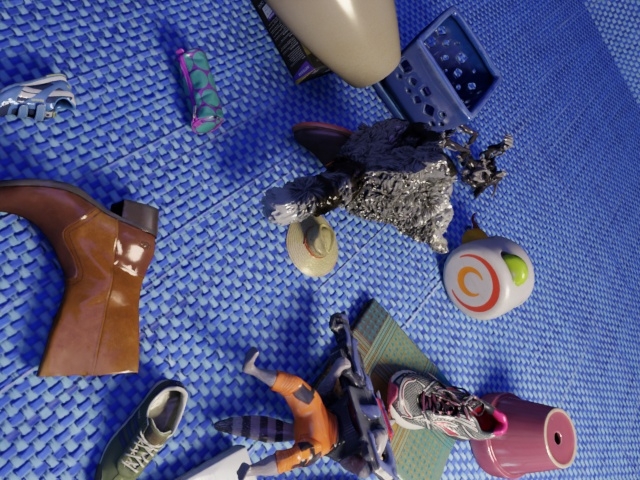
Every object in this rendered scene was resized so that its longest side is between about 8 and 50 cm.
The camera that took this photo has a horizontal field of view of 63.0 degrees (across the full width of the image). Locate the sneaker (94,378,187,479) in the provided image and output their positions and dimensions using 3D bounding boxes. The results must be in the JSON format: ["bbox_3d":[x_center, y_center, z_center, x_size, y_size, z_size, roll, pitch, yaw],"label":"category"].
[{"bbox_3d":[-0.266,0.295,0.790,0.064,0.086,0.192,41,56,-19],"label":"sneaker"}]

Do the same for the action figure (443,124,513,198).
[{"bbox_3d":[0.438,-0.224,1.432,0.275,0.141,0.164,38,73,-26],"label":"action figure"}]

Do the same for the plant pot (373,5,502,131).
[{"bbox_3d":[0.284,-0.409,1.334,0.236,0.212,0.236,51,53,-13],"label":"plant pot"}]

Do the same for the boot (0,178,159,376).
[{"bbox_3d":[-0.391,0.062,0.793,0.264,0.096,0.281,17,74,-40],"label":"boot"}]

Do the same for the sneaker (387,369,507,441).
[{"bbox_3d":[0.264,0.347,1.101,0.299,0.112,0.121,22,64,-27],"label":"sneaker"}]

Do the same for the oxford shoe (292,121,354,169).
[{"bbox_3d":[0.050,-0.179,1.168,0.271,0.097,0.098,22,70,-30],"label":"oxford shoe"}]

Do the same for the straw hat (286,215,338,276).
[{"bbox_3d":[0.000,0.000,1.094,0.144,0.061,0.145,12,69,-34],"label":"straw hat"}]

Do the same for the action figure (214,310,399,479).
[{"bbox_3d":[-0.005,0.292,0.944,0.330,0.178,0.341,23,38,-32],"label":"action figure"}]

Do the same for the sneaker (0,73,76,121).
[{"bbox_3d":[-0.458,-0.218,0.830,0.144,0.053,0.059,-36,100,-37],"label":"sneaker"}]

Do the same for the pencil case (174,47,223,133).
[{"bbox_3d":[-0.235,-0.289,1.008,0.070,0.064,0.152,-5,77,-63],"label":"pencil case"}]

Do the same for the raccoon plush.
[{"bbox_3d":[0.098,-0.068,1.117,0.446,0.299,0.216,-16,44,-8],"label":"raccoon plush"}]

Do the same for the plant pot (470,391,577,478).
[{"bbox_3d":[0.487,0.462,1.235,0.201,0.180,0.201,12,70,-34],"label":"plant pot"}]

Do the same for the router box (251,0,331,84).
[{"bbox_3d":[0.008,-0.535,1.251,0.308,0.081,0.243,-34,98,-38],"label":"router box"}]

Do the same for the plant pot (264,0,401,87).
[{"bbox_3d":[0.054,-0.466,1.080,0.274,0.256,0.257,51,51,-34],"label":"plant pot"}]

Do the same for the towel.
[{"bbox_3d":[0.163,0.344,1.125,0.370,0.040,0.271,48,54,-13],"label":"towel"}]

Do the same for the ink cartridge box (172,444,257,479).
[{"bbox_3d":[-0.182,0.478,0.821,0.224,0.045,0.223,-17,87,-39],"label":"ink cartridge box"}]

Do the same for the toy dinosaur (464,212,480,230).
[{"bbox_3d":[0.414,-0.012,1.401,0.082,0.047,0.090,-95,163,-47],"label":"toy dinosaur"}]

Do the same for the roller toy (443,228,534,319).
[{"bbox_3d":[0.416,0.088,1.294,0.146,0.209,0.191,-14,124,-38],"label":"roller toy"}]
